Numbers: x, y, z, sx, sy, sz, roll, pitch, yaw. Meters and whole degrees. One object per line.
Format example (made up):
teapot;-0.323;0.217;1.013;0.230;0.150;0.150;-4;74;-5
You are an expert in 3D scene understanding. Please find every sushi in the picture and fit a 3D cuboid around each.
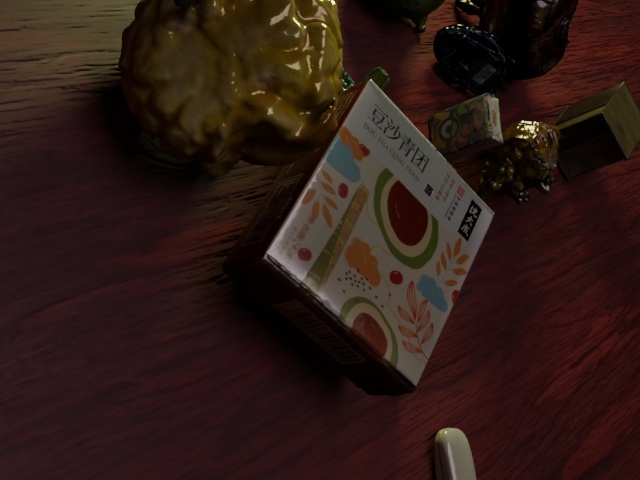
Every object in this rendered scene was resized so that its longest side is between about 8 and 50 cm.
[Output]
sushi;0.435;-0.164;2.024;0.167;0.296;0.179;12;80;-6

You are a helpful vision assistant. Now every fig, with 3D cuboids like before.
fig;0.186;-0.545;1.975;0.235;0.203;0.203;77;15;-64

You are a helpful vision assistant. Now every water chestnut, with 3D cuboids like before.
water chestnut;0.460;-0.535;2.190;0.300;0.300;0.300;20;60;-40

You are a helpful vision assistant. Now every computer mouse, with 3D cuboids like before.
computer mouse;0.344;-0.412;2.085;0.242;0.146;0.077;32;34;-31

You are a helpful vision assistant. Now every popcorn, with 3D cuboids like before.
popcorn;-0.123;-0.257;1.417;0.381;0.349;0.349;48;26;-83

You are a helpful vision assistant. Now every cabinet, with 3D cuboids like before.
cabinet;0.708;-0.275;2.373;0.148;0.175;0.215;59;42;-11

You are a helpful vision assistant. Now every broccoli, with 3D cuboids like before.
broccoli;0.069;-0.258;1.707;0.167;0.160;0.154;34;24;-20

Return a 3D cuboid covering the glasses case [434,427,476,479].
glasses case;0.249;0.444;1.685;0.081;0.051;0.204;12;66;-42

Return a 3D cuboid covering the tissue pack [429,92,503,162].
tissue pack;0.307;-0.235;1.953;0.060;0.148;0.108;17;62;-47

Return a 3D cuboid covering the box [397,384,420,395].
box;0.139;0.234;1.655;0.023;0.051;0.082;-24;93;-50

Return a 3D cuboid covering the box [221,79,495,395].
box;0.078;-0.002;1.517;0.344;0.122;0.385;43;58;-23
